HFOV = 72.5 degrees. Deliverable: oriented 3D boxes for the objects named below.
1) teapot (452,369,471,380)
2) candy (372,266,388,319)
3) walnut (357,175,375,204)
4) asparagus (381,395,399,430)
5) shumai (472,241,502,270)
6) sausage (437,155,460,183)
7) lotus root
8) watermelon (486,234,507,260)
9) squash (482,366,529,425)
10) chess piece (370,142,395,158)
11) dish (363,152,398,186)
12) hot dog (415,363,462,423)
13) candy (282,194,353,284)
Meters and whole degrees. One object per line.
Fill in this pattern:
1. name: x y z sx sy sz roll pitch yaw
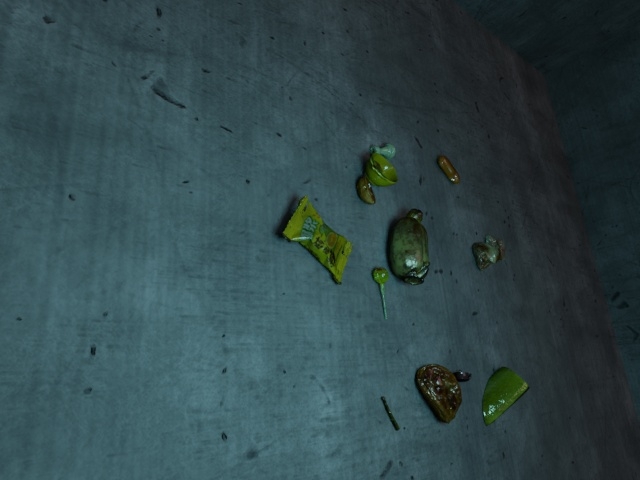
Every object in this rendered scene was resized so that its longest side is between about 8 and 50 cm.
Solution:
1. teapot: 0.558 0.541 1.749 0.100 0.068 0.045 5 62 -4
2. candy: 0.230 0.195 1.615 0.058 0.062 0.194 -3 85 -39
3. walnut: 0.174 -0.190 1.705 0.091 0.052 0.121 26 47 -63
4. asparagus: 0.236 0.587 1.483 0.127 0.018 0.015 64 12 -2
5. shumai: 0.815 0.064 2.120 0.145 0.116 0.146 15 64 -34
6. sausage: 0.636 -0.352 2.170 0.062 0.054 0.183 -48 111 -8
7. lotus root: 0.353 0.021 1.714 0.173 0.173 0.309 25 59 -32
8. watermelon: 0.902 0.057 2.237 0.155 0.080 0.101 48 56 -37
9. squash: 0.749 0.664 1.897 0.252 0.169 0.093 -38 98 -9
10. chess piece: 0.261 -0.379 1.852 0.103 0.067 0.067 -7 78 -34
11. dish: 0.231 -0.271 1.755 0.207 0.080 0.149 -10 66 -56
12. hot dog: 0.443 0.563 1.620 0.227 0.099 0.160 51 48 -10
13. candy: 0.000 0.000 1.467 0.297 0.081 0.187 47 49 -32
